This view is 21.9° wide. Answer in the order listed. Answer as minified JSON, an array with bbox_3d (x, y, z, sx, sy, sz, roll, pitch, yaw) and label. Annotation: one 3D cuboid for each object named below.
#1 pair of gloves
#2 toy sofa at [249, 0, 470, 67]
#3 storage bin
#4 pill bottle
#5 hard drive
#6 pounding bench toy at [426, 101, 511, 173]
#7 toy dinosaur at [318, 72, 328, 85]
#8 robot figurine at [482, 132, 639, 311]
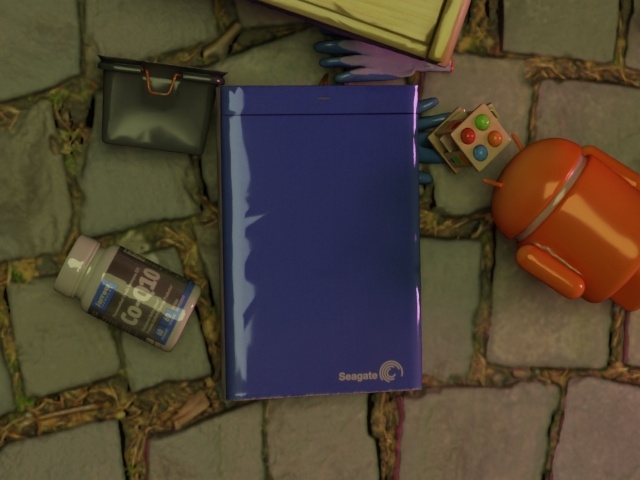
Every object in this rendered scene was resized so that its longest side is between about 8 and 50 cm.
[{"bbox_3d":[0.073,-0.157,1.759,0.159,0.023,0.198,-3,88,-19],"label":"pair of gloves"},{"bbox_3d":[-0.016,-0.302,1.699,0.363,0.177,0.150,19,94,-1],"label":"toy sofa"},{"bbox_3d":[-0.168,-0.139,1.711,0.135,0.098,0.091,6,95,-6],"label":"storage bin"},{"bbox_3d":[-0.198,0.052,1.693,0.137,0.078,0.078,26,82,-4],"label":"pill bottle"},{"bbox_3d":[0.000,0.000,1.705,0.210,0.040,0.318,-2,93,-16],"label":"hard drive"},{"bbox_3d":[0.168,-0.117,1.742,0.083,0.065,0.052,-44,105,-17],"label":"pounding bench toy"},{"bbox_3d":[-0.003,-0.122,1.751,0.090,0.047,0.082,-32,104,-17],"label":"toy dinosaur"},{"bbox_3d":[0.272,-0.022,1.734,0.219,0.128,0.158,38,92,-3],"label":"robot figurine"}]
